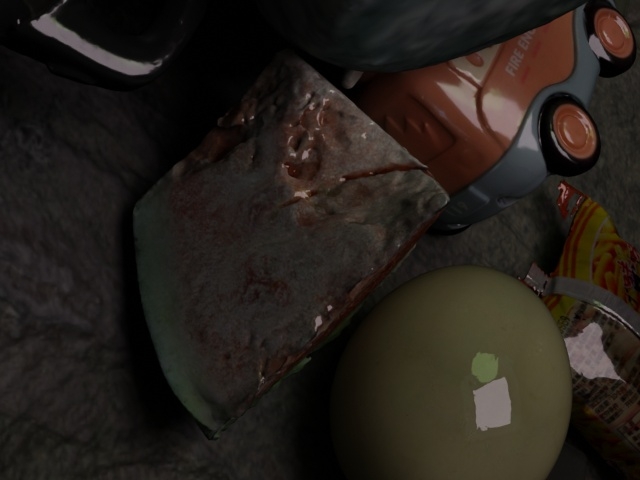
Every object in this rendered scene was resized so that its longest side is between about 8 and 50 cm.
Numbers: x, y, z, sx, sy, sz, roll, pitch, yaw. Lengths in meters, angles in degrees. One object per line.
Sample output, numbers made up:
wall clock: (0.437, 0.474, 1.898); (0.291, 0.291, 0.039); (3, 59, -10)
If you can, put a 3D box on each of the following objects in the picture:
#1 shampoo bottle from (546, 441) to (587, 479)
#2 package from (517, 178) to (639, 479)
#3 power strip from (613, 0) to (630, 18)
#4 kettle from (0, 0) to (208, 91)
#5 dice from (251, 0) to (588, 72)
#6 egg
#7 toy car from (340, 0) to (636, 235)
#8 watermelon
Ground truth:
shampoo bottle: (0.162, 0.283, 1.382); (0.079, 0.080, 0.246); (32, 57, -34)
package: (0.289, 0.104, 1.556); (0.288, 0.108, 0.223); (47, 47, -22)
power strip: (0.299, -0.301, 1.745); (0.092, 0.034, 0.268); (42, 51, -30)
kettle: (-0.206, -0.240, 1.103); (0.251, 0.207, 0.271); (47, 56, -53)
dice: (0.082, -0.344, 1.183); (0.327, 0.330, 0.348); (-20, 76, -17)
egg: (0.103, 0.120, 1.298); (0.186, 0.186, 0.242); (50, 36, -23)
toy car: (0.126, -0.152, 1.425); (0.212, 0.180, 0.271); (41, 51, -18)
watermelon: (0.000, 0.000, 1.216); (0.310, 0.232, 0.193); (-27, 56, -32)
